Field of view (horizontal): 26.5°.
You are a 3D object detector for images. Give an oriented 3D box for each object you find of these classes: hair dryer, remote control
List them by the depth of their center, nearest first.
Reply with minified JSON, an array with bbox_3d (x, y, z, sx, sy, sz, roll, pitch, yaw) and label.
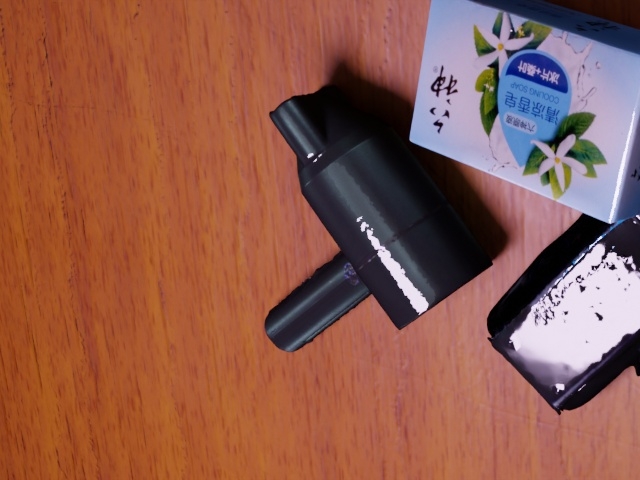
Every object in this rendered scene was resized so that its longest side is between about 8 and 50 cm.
[{"bbox_3d":[0.296,0.007,1.198,0.144,0.062,0.399,45,126,10],"label":"remote control"},{"bbox_3d":[0.000,0.000,1.375,0.244,0.116,0.302,55,135,6],"label":"hair dryer"}]

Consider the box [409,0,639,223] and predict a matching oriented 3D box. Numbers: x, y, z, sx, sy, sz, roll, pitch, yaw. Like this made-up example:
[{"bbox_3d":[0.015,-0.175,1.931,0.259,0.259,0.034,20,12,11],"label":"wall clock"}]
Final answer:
[{"bbox_3d":[0.193,-0.122,1.164,0.232,0.083,0.142,26,119,38],"label":"box"}]
